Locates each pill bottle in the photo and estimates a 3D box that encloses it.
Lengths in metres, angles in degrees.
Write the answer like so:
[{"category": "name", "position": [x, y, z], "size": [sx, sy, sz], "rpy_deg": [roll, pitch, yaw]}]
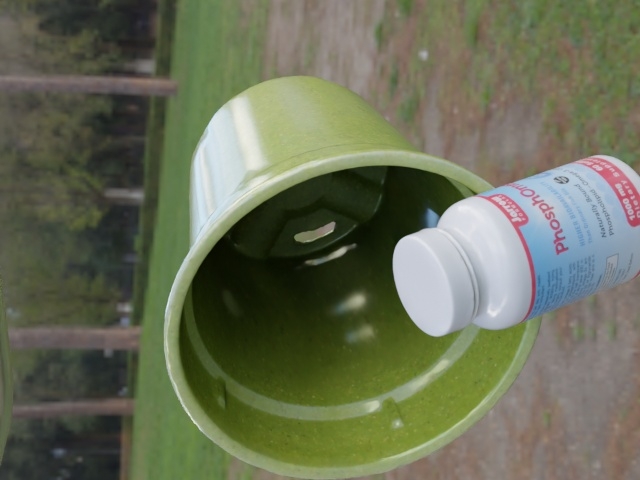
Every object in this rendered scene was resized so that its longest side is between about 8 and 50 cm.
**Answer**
[{"category": "pill bottle", "position": [0.131, 0.006, 0.783], "size": [0.087, 0.160, 0.087], "rpy_deg": [44, 144, 45]}]

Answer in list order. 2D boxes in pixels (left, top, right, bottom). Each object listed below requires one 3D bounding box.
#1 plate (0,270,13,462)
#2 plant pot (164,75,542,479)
[{"category": "plate", "position": [-0.321, 0.118, 1.106], "size": [0.277, 0.045, 0.278], "rpy_deg": [-102, 11, -63]}, {"category": "plant pot", "position": [0.000, 0.000, 0.964], "size": [0.254, 0.276, 0.276], "rpy_deg": [-114, 27, -57]}]
